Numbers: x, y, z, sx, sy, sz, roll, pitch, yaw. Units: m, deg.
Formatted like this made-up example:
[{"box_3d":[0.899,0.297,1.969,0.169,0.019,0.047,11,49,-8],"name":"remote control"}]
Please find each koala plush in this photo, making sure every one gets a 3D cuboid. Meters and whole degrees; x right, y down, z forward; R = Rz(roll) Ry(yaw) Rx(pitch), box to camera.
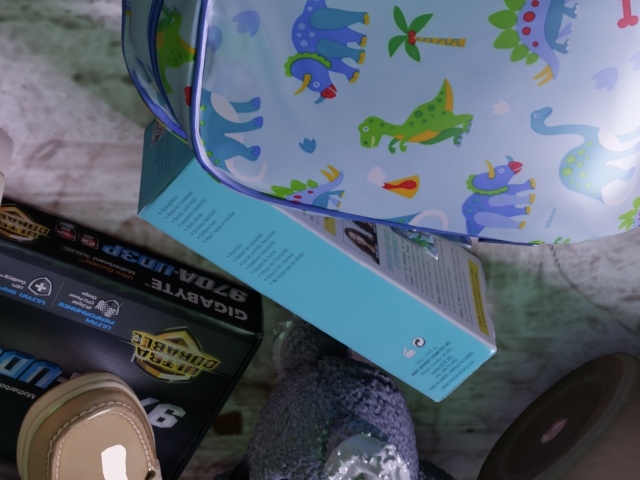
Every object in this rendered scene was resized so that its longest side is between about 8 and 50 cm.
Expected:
[{"box_3d":[0.017,0.165,1.212,0.203,0.196,0.221,-14,125,-7],"name":"koala plush"}]

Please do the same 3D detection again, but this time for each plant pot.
[{"box_3d":[0.235,0.204,1.229,0.263,0.263,0.229,-41,99,23],"name":"plant pot"}]

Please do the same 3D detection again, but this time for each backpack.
[{"box_3d":[0.070,-0.136,0.974,0.355,0.273,0.290,17,129,3],"name":"backpack"}]

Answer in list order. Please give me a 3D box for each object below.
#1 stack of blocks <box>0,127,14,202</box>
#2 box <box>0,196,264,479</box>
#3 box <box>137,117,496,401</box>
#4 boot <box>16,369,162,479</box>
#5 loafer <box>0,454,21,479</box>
[{"box_3d":[-0.283,0.036,1.025,0.171,0.297,0.087,-32,120,20],"name":"stack of blocks"},{"box_3d":[-0.173,0.075,1.209,0.220,0.051,0.175,22,122,-18],"name":"box"},{"box_3d":[0.000,0.000,1.134,0.244,0.100,0.060,33,118,-23],"name":"box"},{"box_3d":[-0.113,0.228,1.154,0.095,0.203,0.262,-19,137,-20],"name":"boot"},{"box_3d":[-0.325,0.168,1.231,0.319,0.112,0.111,22,113,-18],"name":"loafer"}]
